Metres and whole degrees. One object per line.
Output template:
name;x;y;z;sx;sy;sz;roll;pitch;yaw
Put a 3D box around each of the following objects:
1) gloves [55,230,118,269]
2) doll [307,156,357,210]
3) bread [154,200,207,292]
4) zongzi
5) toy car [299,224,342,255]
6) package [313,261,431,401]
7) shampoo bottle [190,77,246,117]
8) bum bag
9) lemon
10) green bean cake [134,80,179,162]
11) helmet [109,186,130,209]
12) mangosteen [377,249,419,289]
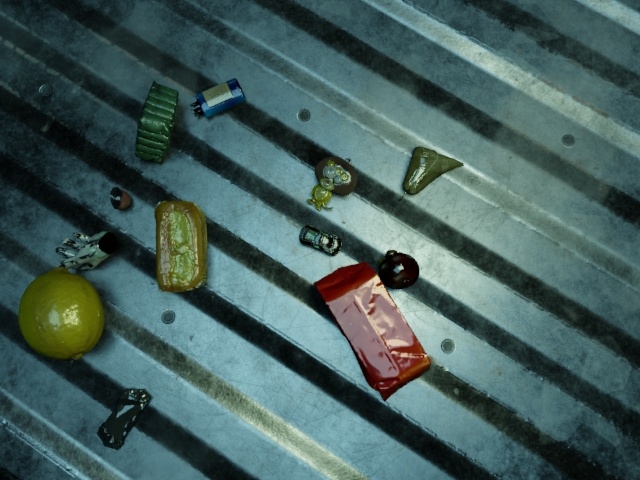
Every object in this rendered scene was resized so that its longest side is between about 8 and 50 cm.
gloves;-0.743;0.040;1.647;0.212;0.111;0.128;-22;58;30
doll;0.042;-0.182;1.683;0.145;0.096;0.188;16;91;11
bread;-0.438;0.021;1.640;0.152;0.119;0.288;-4;81;4
zongzi;0.364;-0.196;1.694;0.178;0.081;0.189;18;87;-7
toy car;0.000;0.000;1.670;0.142;0.055;0.069;22;85;5
package;0.159;0.265;1.591;0.195;0.123;0.424;-29;83;-7
shampoo bottle;-0.350;-0.474;1.753;0.182;0.050;0.087;-26;84;-4
bum bag;-0.603;0.541;1.588;0.087;0.049;0.198;32;82;0
lemon;-0.769;0.224;1.552;0.235;0.236;0.263;-22;49;-3
green bean cake;-0.532;-0.385;1.702;0.107;0.193;0.209;12;56;-16
helmet;-0.648;-0.135;1.700;0.065;0.049;0.084;-53;53;24
mangosteen;0.239;0.085;1.627;0.140;0.140;0.140;0;81;0
